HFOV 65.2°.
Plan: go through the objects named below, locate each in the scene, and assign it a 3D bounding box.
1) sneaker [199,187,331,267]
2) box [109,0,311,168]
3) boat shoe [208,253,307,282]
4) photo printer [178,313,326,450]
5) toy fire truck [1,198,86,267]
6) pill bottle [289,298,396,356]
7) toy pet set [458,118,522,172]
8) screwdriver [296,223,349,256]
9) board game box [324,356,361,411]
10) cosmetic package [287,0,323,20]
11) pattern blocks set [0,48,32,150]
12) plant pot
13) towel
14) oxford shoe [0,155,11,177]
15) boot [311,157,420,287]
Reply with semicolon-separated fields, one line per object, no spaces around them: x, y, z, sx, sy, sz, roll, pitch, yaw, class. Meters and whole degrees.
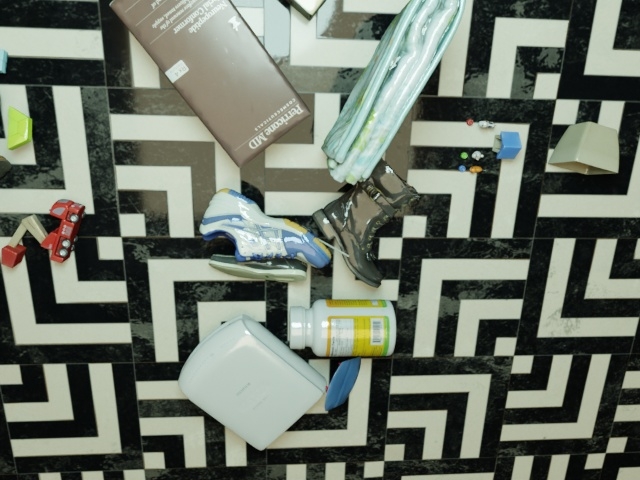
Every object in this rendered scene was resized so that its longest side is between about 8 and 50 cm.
-0.125;0.006;1.111;0.296;0.112;0.131;27;74;3;sneaker
-0.206;-0.356;1.003;0.191;0.143;0.381;-37;109;7;box
-0.146;0.050;1.182;0.233;0.084;0.079;4;70;1;boat shoe
-0.177;0.347;1.247;0.256;0.107;0.307;-44;106;9;photo printer
-0.622;-0.015;1.124;0.135;0.047;0.192;22;104;-10;toy fire truck
0.049;0.210;1.206;0.245;0.136;0.136;1;108;-5;pill bottle
0.387;-0.209;1.136;0.114;0.065;0.122;2;108;-5;toy pet set
0.000;0.000;1.133;0.025;0.170;0.024;31;89;-50;screwdriver
0.045;0.354;1.263;0.033;0.168;0.133;22;97;28;board game box
0.019;-0.603;0.954;0.160;0.113;0.309;36;103;-14;cosmetic package
-0.734;-0.232;1.005;0.285;0.026;0.325;-5;90;-5;pattern blocks set
0.607;-0.211;1.138;0.109;0.109;0.096;13;94;-9;plant pot
0.119;-0.299;0.952;0.090;0.320;0.375;28;104;-11;towel
-0.773;-0.152;1.060;0.212;0.076;0.076;-17;68;-10;oxford shoe
0.133;-0.041;1.156;0.229;0.091;0.263;-37;105;8;boot
